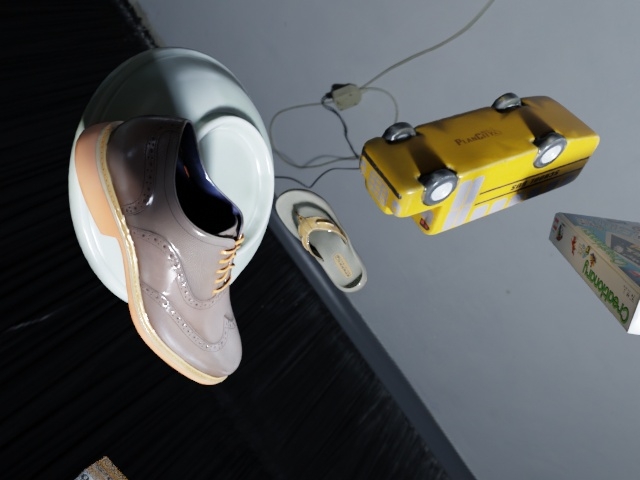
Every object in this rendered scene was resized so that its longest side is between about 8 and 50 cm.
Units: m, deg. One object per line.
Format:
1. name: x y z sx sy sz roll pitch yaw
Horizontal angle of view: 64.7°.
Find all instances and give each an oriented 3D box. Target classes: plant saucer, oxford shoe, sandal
1. plant saucer: -0.169 -0.081 0.763 0.100 0.400 0.401 9 119 29
2. oxford shoe: -0.150 0.031 0.601 0.132 0.130 0.364 -7 122 17
3. sandal: 0.000 0.000 0.885 0.090 0.060 0.219 -34 86 17

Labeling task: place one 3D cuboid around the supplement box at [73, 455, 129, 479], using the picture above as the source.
1. supplement box: -0.237 0.276 0.551 0.062 0.036 0.098 44 162 3

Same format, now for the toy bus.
1. toy bus: 0.215 -0.105 0.692 0.108 0.332 0.130 58 157 32

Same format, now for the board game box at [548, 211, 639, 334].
1. board game box: 0.448 0.040 0.670 0.192 0.305 0.053 8 111 6
